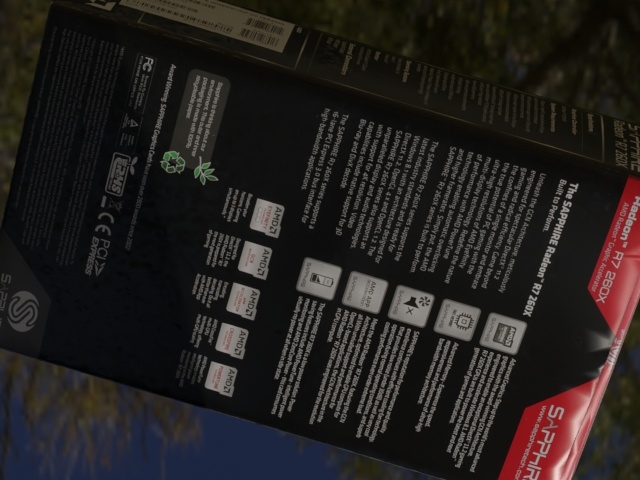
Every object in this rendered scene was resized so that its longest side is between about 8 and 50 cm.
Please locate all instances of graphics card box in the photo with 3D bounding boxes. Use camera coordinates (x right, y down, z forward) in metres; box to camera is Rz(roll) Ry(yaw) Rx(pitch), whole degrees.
[{"bbox_3d":[0.000,0.000,1.130,0.371,0.232,0.094,15,-153,-1],"label":"graphics card box"}]
